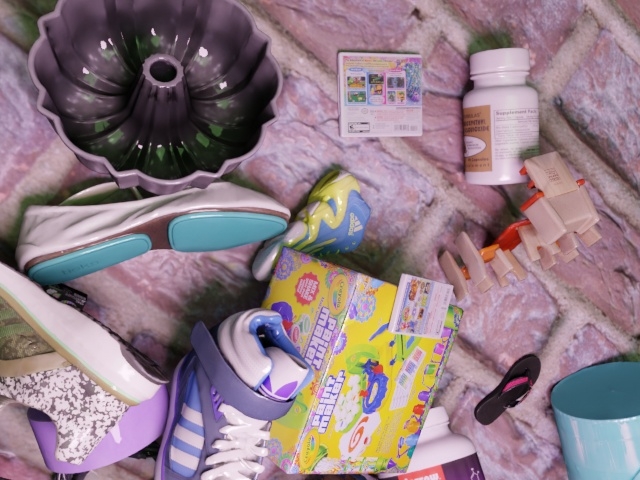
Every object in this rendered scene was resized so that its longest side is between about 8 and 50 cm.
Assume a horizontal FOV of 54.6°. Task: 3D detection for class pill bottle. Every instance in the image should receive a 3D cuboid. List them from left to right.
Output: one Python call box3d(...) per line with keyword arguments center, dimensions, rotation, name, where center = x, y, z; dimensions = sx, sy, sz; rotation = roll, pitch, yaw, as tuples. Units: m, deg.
box3d(center=(0.208, 0.463, 1.076), dimensions=(0.182, 0.181, 0.322), rotation=(-10, 71, -19), name="pill bottle")
box3d(center=(0.321, -0.218, 1.108), dimensions=(0.131, 0.131, 0.229), rotation=(-6, 98, -19), name="pill bottle")

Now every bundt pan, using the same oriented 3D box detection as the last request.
box3d(center=(-0.225, -0.209, 0.876), dimensions=(0.331, 0.124, 0.330), rotation=(5, 72, -16), name="bundt pan")

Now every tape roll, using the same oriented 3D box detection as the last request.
box3d(center=(-0.314, 0.247, 0.899), dimensions=(0.189, 0.189, 0.080), rotation=(-17, 101, -18), name="tape roll")

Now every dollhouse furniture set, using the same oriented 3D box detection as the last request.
box3d(center=(0.363, -0.026, 1.099), dimensions=(0.262, 0.259, 0.135), rotation=(-16, 68, -19), name="dollhouse furniture set")

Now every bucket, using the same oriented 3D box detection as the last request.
box3d(center=(0.597, 0.371, 1.213), dimensions=(0.281, 0.281, 0.183), rotation=(-21, 99, -17), name="bucket")

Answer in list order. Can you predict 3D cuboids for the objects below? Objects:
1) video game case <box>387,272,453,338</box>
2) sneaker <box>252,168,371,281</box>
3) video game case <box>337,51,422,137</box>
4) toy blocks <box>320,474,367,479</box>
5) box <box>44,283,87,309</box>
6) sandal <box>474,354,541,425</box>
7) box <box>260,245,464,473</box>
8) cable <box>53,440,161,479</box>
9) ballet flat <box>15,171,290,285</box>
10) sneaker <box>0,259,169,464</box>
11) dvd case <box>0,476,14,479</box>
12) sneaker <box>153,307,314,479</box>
box3d(center=(0.151, 0.100, 0.927), dimensions=(0.122, 0.011, 0.087), rotation=(15, 89, -44), name="video game case")
box3d(center=(0.000, 0.000, 1.038), dimensions=(0.126, 0.091, 0.240), rotation=(45, 80, -20), name="sneaker")
box3d(center=(0.105, -0.253, 1.085), dimensions=(0.157, 0.019, 0.143), rotation=(-4, 97, -19), name="video game case")
box3d(center=(-0.019, 0.527, 1.013), dimensions=(0.191, 0.261, 0.381), rotation=(31, 84, -4), name="toy blocks")
box3d(center=(-0.395, 0.110, 0.926), dimensions=(0.062, 0.052, 0.083), rotation=(29, 87, -19), name="box")
box3d(center=(0.385, 0.305, 1.242), dimensions=(0.179, 0.040, 0.067), rotation=(-42, 108, -11), name="sandal")
box3d(center=(0.042, 0.194, 0.984), dimensions=(0.279, 0.177, 0.289), rotation=(22, 88, -44), name="box")
box3d(center=(-0.324, 0.375, 0.994), dimensions=(0.185, 0.047, 0.150), rotation=(-23, 99, -14), name="cable")
box3d(center=(-0.246, -0.042, 0.930), dimensions=(0.401, 0.139, 0.139), rotation=(-12, 100, -17), name="ballet flat")
box3d(center=(-0.405, 0.136, 0.783), dimensions=(0.411, 0.158, 0.182), rotation=(26, 69, 16), name="sneaker")
box3d(center=(-0.554, 0.317, 0.837), dimensions=(0.253, 0.180, 0.022), rotation=(25, 52, -21), name="dvd case")
box3d(center=(-0.104, 0.244, 0.806), dimensions=(0.130, 0.236, 0.322), rotation=(21, 47, -34), name="sneaker")
